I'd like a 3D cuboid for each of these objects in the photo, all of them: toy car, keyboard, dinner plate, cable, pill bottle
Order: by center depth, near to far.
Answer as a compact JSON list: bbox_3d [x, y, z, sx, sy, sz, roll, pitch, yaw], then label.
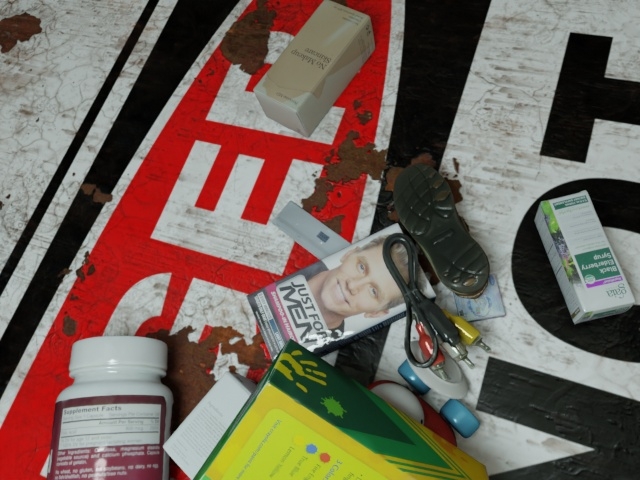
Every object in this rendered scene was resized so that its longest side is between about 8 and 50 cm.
[{"bbox_3d":[0.142,0.329,0.942,0.219,0.238,0.210,-44,66,-6],"label":"toy car"},{"bbox_3d":[0.182,0.126,1.015,0.139,0.072,0.287,-32,64,-3],"label":"cable"},{"bbox_3d":[0.224,0.239,1.021,0.141,0.141,0.017,46,120,24],"label":"dinner plate"},{"bbox_3d":[-0.405,0.398,1.050,0.224,0.224,0.392,-8,67,10],"label":"pill bottle"},{"bbox_3d":[0.000,0.000,1.233,0.256,0.014,0.072,37,75,23],"label":"keyboard"}]

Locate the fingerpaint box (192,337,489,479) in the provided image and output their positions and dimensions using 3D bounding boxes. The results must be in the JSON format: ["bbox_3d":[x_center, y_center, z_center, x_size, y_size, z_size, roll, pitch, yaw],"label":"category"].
[{"bbox_3d":[-0.021,0.439,0.826,0.371,0.163,0.444,33,106,0],"label":"fingerpaint box"}]

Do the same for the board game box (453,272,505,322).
[{"bbox_3d":[0.321,0.119,1.104,0.090,0.020,0.090,-11,66,9],"label":"board game box"}]

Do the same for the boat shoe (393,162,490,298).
[{"bbox_3d":[0.247,-0.013,1.123,0.123,0.120,0.324,-25,57,10],"label":"boat shoe"}]

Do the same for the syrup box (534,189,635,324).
[{"bbox_3d":[0.509,0.033,1.054,0.093,0.096,0.236,-14,65,7],"label":"syrup box"}]

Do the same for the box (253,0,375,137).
[{"bbox_3d":[-0.010,-0.428,1.345,0.148,0.121,0.311,30,78,21],"label":"box"}]

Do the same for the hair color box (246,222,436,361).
[{"bbox_3d":[0.043,0.121,1.113,0.347,0.105,0.173,-26,73,1],"label":"hair color box"}]

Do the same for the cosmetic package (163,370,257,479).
[{"bbox_3d":[-0.165,0.377,1.041,0.151,0.151,0.183,37,82,22],"label":"cosmetic package"}]
